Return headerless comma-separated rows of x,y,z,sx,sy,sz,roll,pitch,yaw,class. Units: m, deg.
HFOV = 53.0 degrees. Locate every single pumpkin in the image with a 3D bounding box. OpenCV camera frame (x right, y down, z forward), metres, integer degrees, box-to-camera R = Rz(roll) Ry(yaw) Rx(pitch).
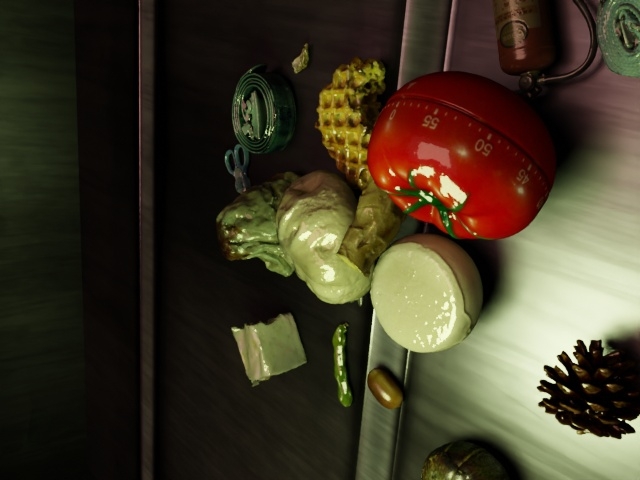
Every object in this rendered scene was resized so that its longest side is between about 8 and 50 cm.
0.349,0.605,1.554,0.237,0.159,0.238,17,115,41,pumpkin

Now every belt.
-0.170,-0.396,1.936,0.206,0.116,0.268,21,115,40,belt
0.580,-0.378,1.159,0.147,0.082,0.163,21,117,54,belt

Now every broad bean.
0.064,0.368,1.895,0.052,0.052,0.257,-3,95,5,broad bean

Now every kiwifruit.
0.176,0.408,1.765,0.124,0.075,0.075,49,130,23,kiwifruit

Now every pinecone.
0.537,0.290,1.267,0.207,0.207,0.208,12,107,45,pinecone

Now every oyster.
-0.052,-0.521,1.845,0.093,0.034,0.051,-39,53,56,oyster

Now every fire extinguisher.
0.425,-0.453,1.274,0.200,0.113,0.377,-1,98,59,fire extinguisher

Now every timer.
0.287,-0.170,1.309,0.377,0.378,0.279,26,80,41,timer

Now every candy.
-0.160,0.340,2.031,0.137,0.184,0.195,-25,80,51,candy

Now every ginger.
0.130,-0.045,1.496,0.109,0.116,0.263,20,82,34,ginger

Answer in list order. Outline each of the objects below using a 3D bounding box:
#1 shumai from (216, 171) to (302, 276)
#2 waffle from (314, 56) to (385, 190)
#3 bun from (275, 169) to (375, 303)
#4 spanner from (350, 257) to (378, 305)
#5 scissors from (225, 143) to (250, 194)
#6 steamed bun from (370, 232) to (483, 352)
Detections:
-0.168,-0.041,1.900,0.304,0.263,0.310,-44,66,45,shumai
0.124,-0.291,1.623,0.261,0.151,0.324,-43,66,39,waffle
0.000,0.000,1.685,0.359,0.210,0.360,159,90,-80,bun
0.134,0.080,1.782,0.054,0.015,0.255,41,126,32,spanner
-0.260,-0.189,2.137,0.125,0.030,0.256,-19,82,49,scissors
0.264,0.118,1.529,0.282,0.177,0.283,12,107,40,steamed bun
